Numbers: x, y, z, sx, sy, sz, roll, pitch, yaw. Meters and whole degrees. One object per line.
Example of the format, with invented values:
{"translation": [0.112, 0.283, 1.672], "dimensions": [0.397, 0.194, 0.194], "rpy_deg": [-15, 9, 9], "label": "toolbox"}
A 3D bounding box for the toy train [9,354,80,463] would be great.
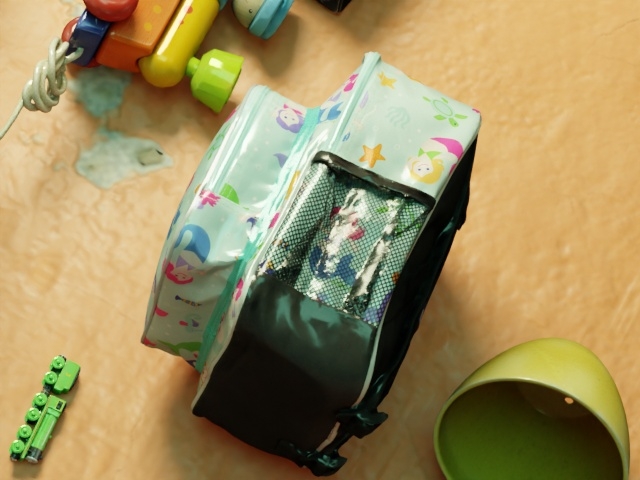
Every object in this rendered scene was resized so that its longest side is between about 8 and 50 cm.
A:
{"translation": [-0.192, 0.119, 1.139], "dimensions": [0.024, 0.017, 0.083], "rpy_deg": [25, 65, -7], "label": "toy train"}

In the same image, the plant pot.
{"translation": [0.156, 0.121, 1.129], "dimensions": [0.134, 0.134, 0.095], "rpy_deg": [27, 40, 6], "label": "plant pot"}

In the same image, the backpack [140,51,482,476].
{"translation": [0.000, 0.000, 1.104], "dimensions": [0.191, 0.225, 0.253], "rpy_deg": [31, 62, 2], "label": "backpack"}

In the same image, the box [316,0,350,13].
{"translation": [0.012, -0.298, 1.319], "dimensions": [0.147, 0.077, 0.180], "rpy_deg": [35, 66, 9], "label": "box"}

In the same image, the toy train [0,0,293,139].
{"translation": [-0.123, -0.139, 1.226], "dimensions": [0.143, 0.105, 0.248], "rpy_deg": [29, 65, -8], "label": "toy train"}
